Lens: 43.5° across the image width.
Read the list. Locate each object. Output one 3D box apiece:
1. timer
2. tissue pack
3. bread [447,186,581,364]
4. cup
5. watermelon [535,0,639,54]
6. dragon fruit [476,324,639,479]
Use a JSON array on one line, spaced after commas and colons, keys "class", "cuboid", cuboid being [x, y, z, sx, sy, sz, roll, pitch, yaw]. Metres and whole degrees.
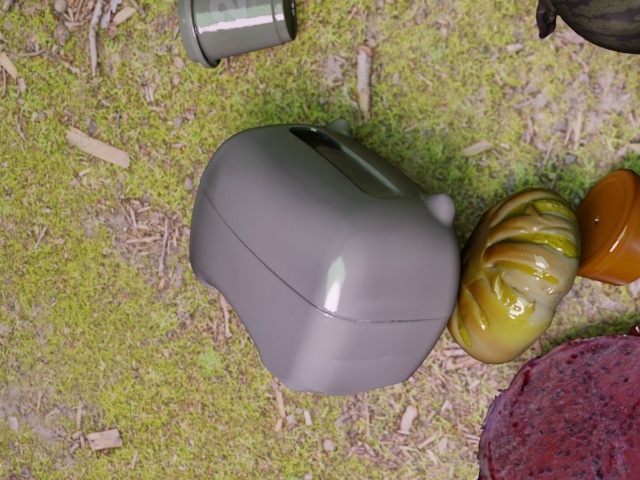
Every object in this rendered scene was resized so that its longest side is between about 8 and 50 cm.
[{"class": "timer", "cuboid": [0.376, 0.008, 0.907, 0.152, 0.132, 0.132, 24, 109, -8]}, {"class": "tissue pack", "cuboid": [0.000, 0.000, 0.936, 0.333, 0.229, 0.236, 43, 122, 44]}, {"class": "bread", "cuboid": [0.212, 0.034, 0.920, 0.105, 0.213, 0.213, 22, 108, -3]}, {"class": "cup", "cuboid": [-0.105, -0.287, 1.044, 0.141, 0.120, 0.120, -2, 99, 10]}, {"class": "watermelon", "cuboid": [0.344, -0.329, 0.760, 0.359, 0.279, 0.279, -38, 84, 21]}, {"class": "dragon fruit", "cuboid": [0.338, 0.284, 0.900, 0.314, 0.296, 0.263, -23, 124, 21]}]
